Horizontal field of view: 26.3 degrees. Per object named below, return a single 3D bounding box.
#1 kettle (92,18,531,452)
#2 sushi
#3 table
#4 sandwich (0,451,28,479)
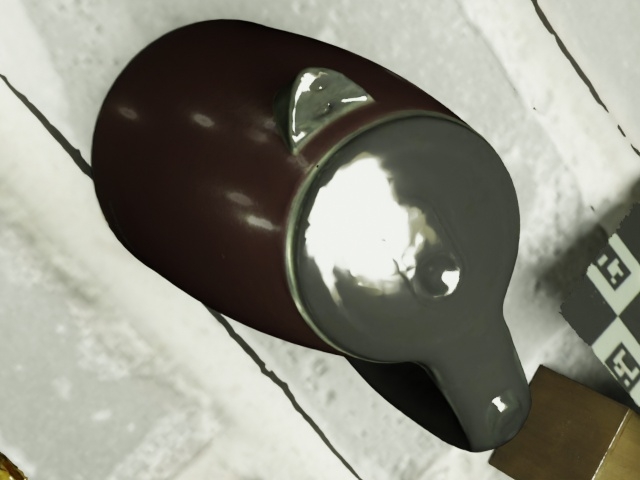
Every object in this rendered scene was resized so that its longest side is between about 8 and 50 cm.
[{"bbox_3d":[0.000,0.000,0.634,0.144,0.232,0.202,-29,113,-14],"label":"kettle"},{"bbox_3d":[0.229,0.078,0.809,0.215,0.050,0.192,50,47,-4],"label":"sushi"},{"bbox_3d":[0.169,0.131,0.824,0.082,0.083,0.070,29,88,-31],"label":"table"},{"bbox_3d":[-0.203,0.277,0.685,0.288,0.099,0.254,-34,113,-14],"label":"sandwich"}]
